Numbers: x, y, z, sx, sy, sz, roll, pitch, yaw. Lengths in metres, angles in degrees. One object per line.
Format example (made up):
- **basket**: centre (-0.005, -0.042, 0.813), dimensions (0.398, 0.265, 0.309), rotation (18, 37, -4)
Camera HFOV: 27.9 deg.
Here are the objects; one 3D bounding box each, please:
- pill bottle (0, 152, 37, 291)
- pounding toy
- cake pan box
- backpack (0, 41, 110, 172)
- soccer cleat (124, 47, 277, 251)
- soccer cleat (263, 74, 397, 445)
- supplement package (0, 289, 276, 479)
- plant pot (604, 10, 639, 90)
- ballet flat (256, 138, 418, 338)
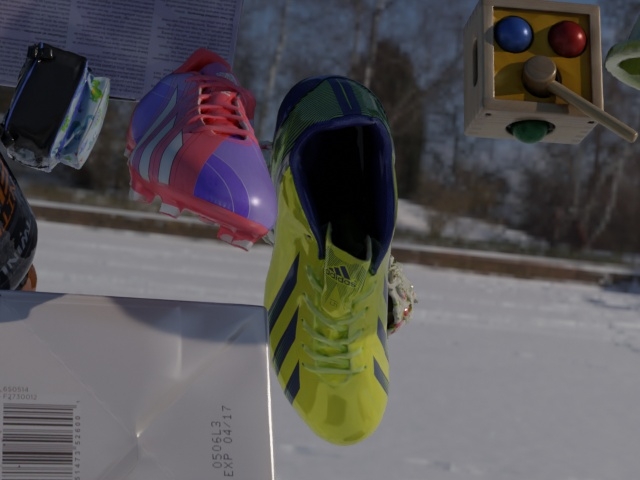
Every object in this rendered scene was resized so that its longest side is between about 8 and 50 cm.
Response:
- **pill bottle**: centre (-0.284, -0.027, 0.929), dimensions (0.130, 0.130, 0.246), rotation (5, -33, 14)
- **pounding toy**: centre (0.203, -0.143, 1.156), dimensions (0.130, 0.141, 0.100), rotation (3, -17, -7)
- **cake pan box**: centre (-0.205, -0.263, 1.269), dimensions (0.267, 0.246, 0.070), rotation (5, 11, -13)
- **backpack**: centre (-0.238, -0.111, 1.156), dimensions (0.084, 0.105, 0.114), rotation (22, -11, -12)
- **soccer cleat**: centre (-0.070, -0.064, 0.792), dimensions (0.083, 0.095, 0.248), rotation (25, 6, -18)
- **soccer cleat**: centre (0.010, 0.027, 0.920), dimensions (0.093, 0.289, 0.121), rotation (-6, 20, -11)
- **supplement package**: centre (-0.162, 0.159, 0.871), dimensions (0.175, 0.177, 0.293), rotation (4, -20, -23)
- **plant pot**: centre (0.350, -0.209, 0.834), dimensions (0.276, 0.254, 0.276), rotation (13, 1, 0)
- **ballet flat**: centre (0.000, 0.000, 1.185), dimensions (0.241, 0.091, 0.077), rotation (42, 20, -11)
